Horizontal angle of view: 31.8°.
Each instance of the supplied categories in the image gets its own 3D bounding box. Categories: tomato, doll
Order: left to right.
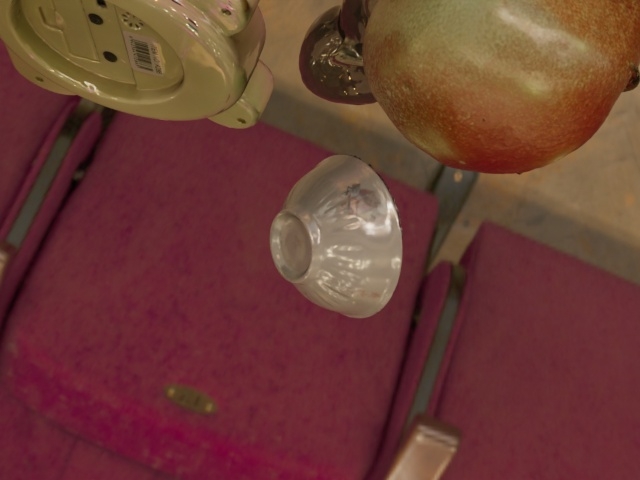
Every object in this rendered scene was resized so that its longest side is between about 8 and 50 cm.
[{"bbox_3d":[0.181,-0.308,1.566,0.382,0.378,0.252,6,92,-24],"label":"doll"},{"bbox_3d":[0.183,-0.224,1.181,0.239,0.303,0.303,27,125,-30],"label":"tomato"}]

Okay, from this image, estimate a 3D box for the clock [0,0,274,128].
[{"bbox_3d":[-0.204,-0.239,1.185,0.309,0.114,0.284,16,151,10],"label":"clock"}]

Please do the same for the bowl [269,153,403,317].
[{"bbox_3d":[0.000,0.000,1.245,0.086,0.189,0.189,-10,133,-37],"label":"bowl"}]
